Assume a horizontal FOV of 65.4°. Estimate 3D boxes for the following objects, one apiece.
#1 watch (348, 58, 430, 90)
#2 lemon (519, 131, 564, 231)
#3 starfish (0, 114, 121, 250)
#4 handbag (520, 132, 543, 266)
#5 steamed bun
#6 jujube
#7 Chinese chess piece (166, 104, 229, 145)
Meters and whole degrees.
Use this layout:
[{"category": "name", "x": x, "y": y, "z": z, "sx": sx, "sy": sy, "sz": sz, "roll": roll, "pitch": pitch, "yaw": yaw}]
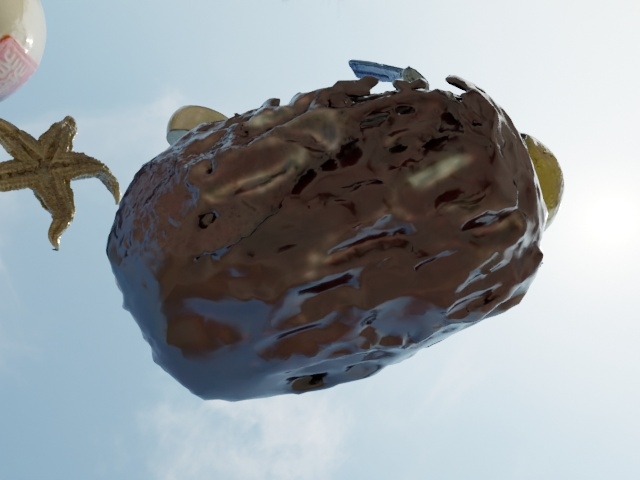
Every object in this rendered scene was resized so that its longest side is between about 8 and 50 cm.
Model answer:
[{"category": "watch", "x": 0.111, "y": -0.285, "z": 1.015, "sx": 0.068, "sy": 0.275, "sz": 0.276, "roll": 29, "pitch": -108, "yaw": -28}, {"category": "lemon", "x": 0.392, "y": -0.106, "z": 1.097, "sx": 0.258, "sy": 0.310, "sz": 0.257, "roll": 5, "pitch": -127, "yaw": -7}, {"category": "starfish", "x": -0.432, "y": -0.111, "z": 0.769, "sx": 0.236, "sy": 0.062, "sz": 0.277, "roll": 4, "pitch": -121, "yaw": -25}, {"category": "handbag", "x": 0.211, "y": -0.010, "z": 0.712, "sx": 0.223, "sy": 0.246, "sz": 0.080, "roll": -25, "pitch": -147, "yaw": -4}, {"category": "steamed bun", "x": -0.705, "y": -0.373, "z": 0.954, "sx": 0.374, "sy": 0.375, "sz": 0.241, "roll": -43, "pitch": -66, "yaw": -39}, {"category": "jujube", "x": 0.000, "y": 0.000, "z": 0.444, "sx": 0.377, "sy": 0.258, "sz": 0.258, "roll": -14, "pitch": -123, "yaw": 13}, {"category": "Chinese chess piece", "x": -0.187, "y": -0.167, "z": 0.807, "sx": 0.122, "sy": 0.122, "sz": 0.051, "roll": 19, "pitch": -108, "yaw": -13}]
